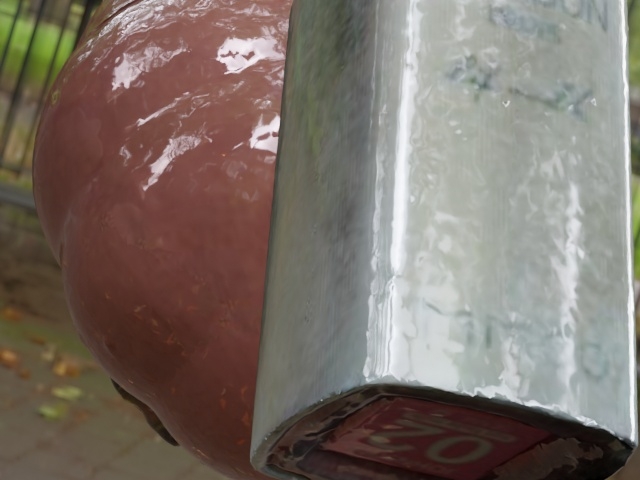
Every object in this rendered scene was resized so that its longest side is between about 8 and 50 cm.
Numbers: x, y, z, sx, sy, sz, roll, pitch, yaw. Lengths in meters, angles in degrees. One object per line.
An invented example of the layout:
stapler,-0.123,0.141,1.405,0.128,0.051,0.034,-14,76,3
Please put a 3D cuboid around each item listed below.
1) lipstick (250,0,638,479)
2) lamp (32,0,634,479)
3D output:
lipstick,0.034,-0.061,0.436,0.079,0.253,0.077,14,-28,-20
lamp,0.000,0.000,0.805,0.305,0.239,0.305,27,38,-23
